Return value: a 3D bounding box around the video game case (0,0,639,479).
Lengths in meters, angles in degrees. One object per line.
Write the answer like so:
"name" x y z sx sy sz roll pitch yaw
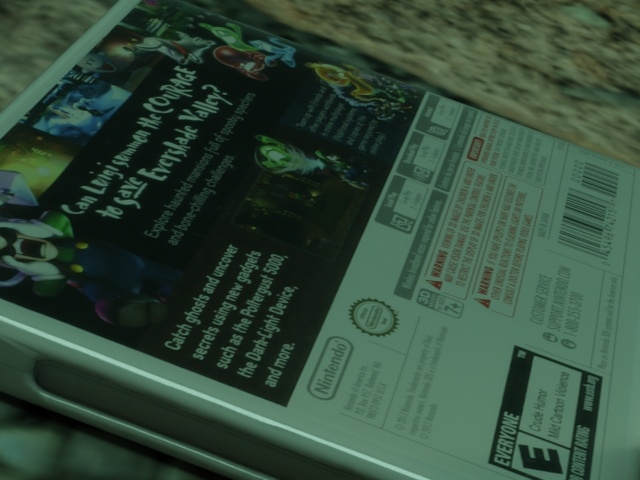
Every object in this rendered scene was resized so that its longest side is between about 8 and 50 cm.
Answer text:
"video game case" 0.000 0.000 0.401 0.173 0.022 0.190 21 30 3
